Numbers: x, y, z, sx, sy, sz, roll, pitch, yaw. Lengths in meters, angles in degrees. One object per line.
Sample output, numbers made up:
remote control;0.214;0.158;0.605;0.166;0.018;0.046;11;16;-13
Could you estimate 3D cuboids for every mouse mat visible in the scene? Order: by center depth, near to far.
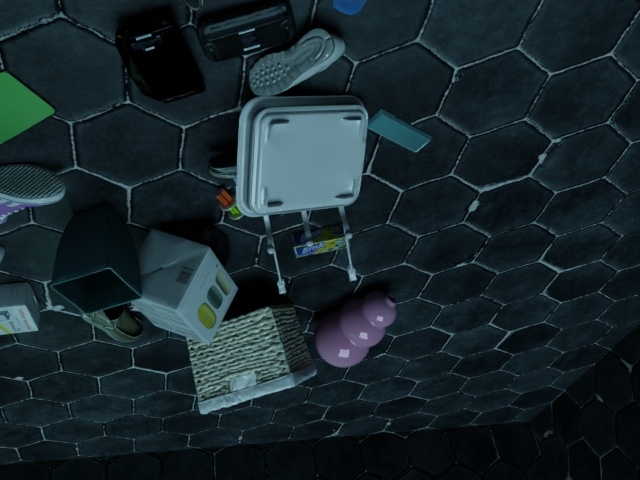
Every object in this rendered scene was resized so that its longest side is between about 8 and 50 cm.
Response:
mouse mat;-0.699;-0.286;1.524;0.190;0.007;0.152;-24;143;17

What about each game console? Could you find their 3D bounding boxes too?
game console;-0.226;-0.401;1.448;0.361;0.044;0.213;-16;153;1

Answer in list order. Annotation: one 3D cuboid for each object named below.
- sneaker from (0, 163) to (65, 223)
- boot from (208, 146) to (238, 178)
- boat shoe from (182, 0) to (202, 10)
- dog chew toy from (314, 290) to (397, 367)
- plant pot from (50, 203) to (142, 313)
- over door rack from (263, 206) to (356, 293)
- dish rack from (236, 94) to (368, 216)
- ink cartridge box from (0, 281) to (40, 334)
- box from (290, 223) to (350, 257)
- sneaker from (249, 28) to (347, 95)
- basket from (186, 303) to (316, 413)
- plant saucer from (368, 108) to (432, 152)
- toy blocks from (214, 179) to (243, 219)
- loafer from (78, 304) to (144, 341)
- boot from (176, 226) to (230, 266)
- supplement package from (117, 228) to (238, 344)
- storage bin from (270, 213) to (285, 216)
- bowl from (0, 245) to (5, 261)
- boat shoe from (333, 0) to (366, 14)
sneaker;-0.751;-0.103;1.699;0.282;0.102;0.161;3;148;-1
boot;-0.160;-0.245;1.663;0.236;0.085;0.178;-12;144;-9
boat shoe;-0.258;-0.486;1.331;0.046;0.038;0.125;-15;145;3
dog chew toy;0.131;0.296;2.422;0.206;0.206;0.332;23;125;-39
plant pot;-0.576;0.036;1.814;0.166;0.234;0.165;-16;145;9
over door rack;-0.027;0.018;1.979;0.239;0.108;0.324;-10;126;0
dish rack;-0.029;-0.190;1.624;0.333;0.072;0.285;-9;116;-30
ink cartridge box;-0.963;0.207;2.077;0.212;0.093;0.154;-6;144;-10
box;0.000;0.000;2.079;0.169;0.054;0.059;-12;145;0
sneaker;-0.050;-0.375;1.511;0.235;0.090;0.095;-18;-179;30
basket;-0.226;0.375;2.267;0.328;0.266;0.331;-18;174;11
plant saucer;0.200;-0.275;1.776;0.192;0.018;0.067;19;136;-37
toy blocks;-0.222;-0.125;1.841;0.123;0.054;0.148;-20;144;12
loafer;-0.651;0.252;2.223;0.087;0.094;0.251;-23;143;25
boot;-0.332;0.010;2.011;0.106;0.082;0.219;11;159;13
supplement package;-0.392;0.134;1.960;0.198;0.199;0.262;16;156;20
storage bin;-0.098;-0.124;1.787;0.122;0.084;0.180;-18;172;11
bowl;-0.950;0.057;1.902;0.142;0.053;0.142;19;135;-33
boat shoe;0.094;-0.548;1.305;0.109;0.089;0.258;27;137;-25
